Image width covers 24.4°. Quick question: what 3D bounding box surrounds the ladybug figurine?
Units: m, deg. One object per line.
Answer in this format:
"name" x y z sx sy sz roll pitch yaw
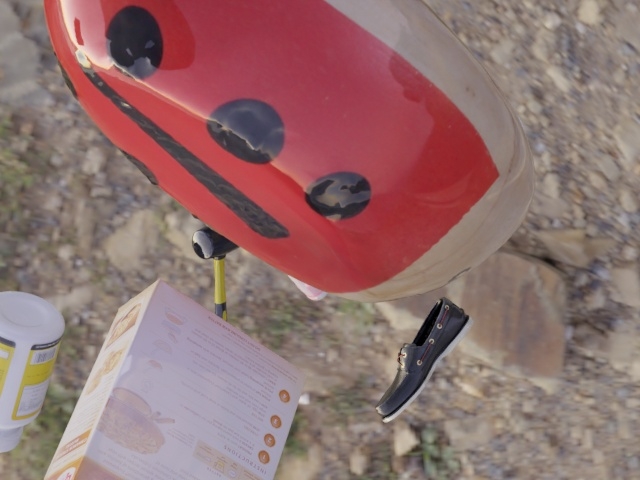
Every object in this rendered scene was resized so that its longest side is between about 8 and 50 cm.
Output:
"ladybug figurine" -0.036 -0.100 1.091 0.305 0.449 0.162 -10 46 56

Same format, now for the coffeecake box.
"coffeecake box" -0.106 0.146 1.076 0.068 0.142 0.185 -35 28 46

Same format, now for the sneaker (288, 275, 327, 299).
"sneaker" 0.000 0.000 1.816 0.051 0.070 0.134 7 66 46

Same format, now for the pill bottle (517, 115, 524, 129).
"pill bottle" 0.148 -0.151 1.871 0.119 0.208 0.119 -32 45 39

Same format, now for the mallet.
"mallet" -0.111 0.062 1.744 0.039 0.062 0.189 20 127 38

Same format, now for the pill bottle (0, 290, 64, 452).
"pill bottle" -0.379 0.161 1.788 0.103 0.103 0.184 32 117 23

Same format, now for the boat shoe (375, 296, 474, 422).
"boat shoe" 0.092 0.114 1.416 0.042 0.049 0.133 39 81 -11
